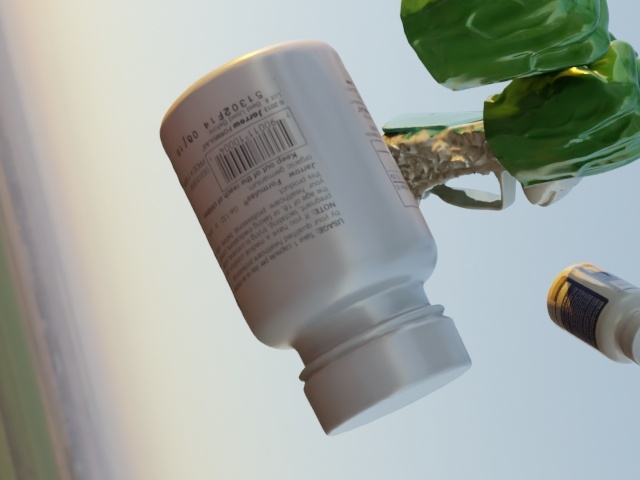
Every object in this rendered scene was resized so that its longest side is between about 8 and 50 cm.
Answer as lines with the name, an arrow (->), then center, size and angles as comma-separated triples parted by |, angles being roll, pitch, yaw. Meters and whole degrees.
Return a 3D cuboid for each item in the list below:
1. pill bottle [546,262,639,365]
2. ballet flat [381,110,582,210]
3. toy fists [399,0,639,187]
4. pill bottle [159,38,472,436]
pill bottle -> 0.255, 0.067, 1.175 | 0.120, 0.067, 0.067 | -144, -140, -60
ballet flat -> 0.235, -0.104, 1.637 | 0.409, 0.147, 0.147 | -1, -76, 52
toy fists -> 0.190, -0.148, 1.125 | 0.279, 0.142, 0.096 | 46, 46, -42
pill bottle -> 0.000, 0.000, 0.862 | 0.229, 0.131, 0.131 | 64, -12, 13
